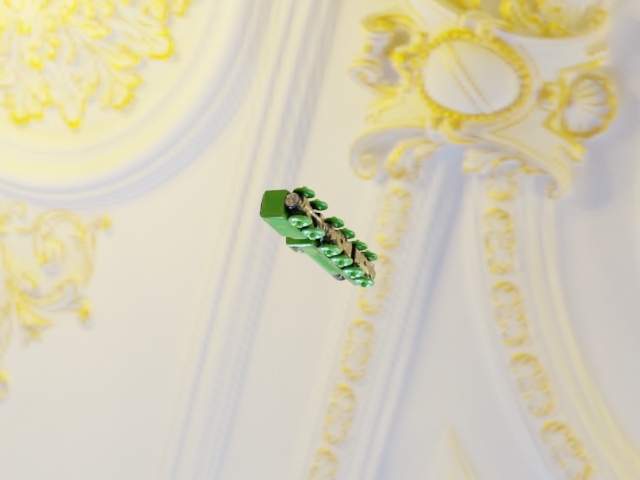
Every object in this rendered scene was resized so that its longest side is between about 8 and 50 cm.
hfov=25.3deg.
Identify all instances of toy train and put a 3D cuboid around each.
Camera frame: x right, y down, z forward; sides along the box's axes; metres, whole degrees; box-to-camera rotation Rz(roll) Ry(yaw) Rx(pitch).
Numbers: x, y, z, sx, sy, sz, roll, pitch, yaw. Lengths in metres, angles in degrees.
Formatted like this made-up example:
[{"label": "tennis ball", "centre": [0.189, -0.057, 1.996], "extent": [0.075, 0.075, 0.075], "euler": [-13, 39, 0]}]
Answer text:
[{"label": "toy train", "centre": [0.000, 0.000, 0.585], "extent": [0.024, 0.083, 0.017], "euler": [-3, -114, 24]}]
